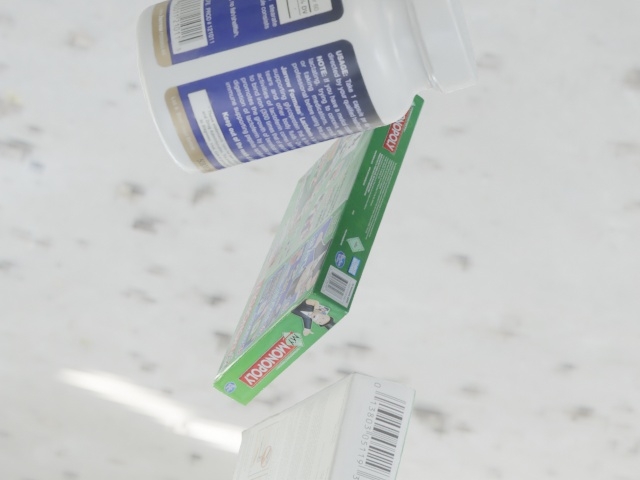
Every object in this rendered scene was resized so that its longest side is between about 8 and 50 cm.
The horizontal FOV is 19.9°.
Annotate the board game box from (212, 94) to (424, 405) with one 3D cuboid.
[{"bbox_3d":[0.000,0.000,1.912,0.046,0.317,0.213,32,138,-12],"label":"board game box"}]

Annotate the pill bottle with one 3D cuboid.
[{"bbox_3d":[-0.010,-0.158,1.543,0.264,0.153,0.153,-14,150,10],"label":"pill bottle"}]

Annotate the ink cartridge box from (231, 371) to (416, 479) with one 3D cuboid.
[{"bbox_3d":[-0.016,0.205,1.314,0.056,0.181,0.224,20,157,-15],"label":"ink cartridge box"}]
